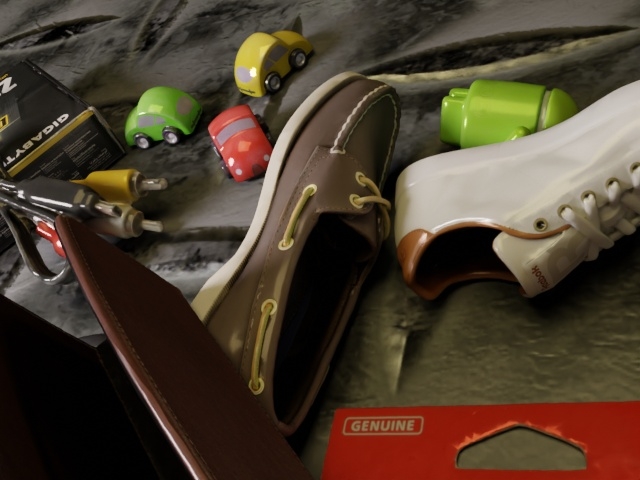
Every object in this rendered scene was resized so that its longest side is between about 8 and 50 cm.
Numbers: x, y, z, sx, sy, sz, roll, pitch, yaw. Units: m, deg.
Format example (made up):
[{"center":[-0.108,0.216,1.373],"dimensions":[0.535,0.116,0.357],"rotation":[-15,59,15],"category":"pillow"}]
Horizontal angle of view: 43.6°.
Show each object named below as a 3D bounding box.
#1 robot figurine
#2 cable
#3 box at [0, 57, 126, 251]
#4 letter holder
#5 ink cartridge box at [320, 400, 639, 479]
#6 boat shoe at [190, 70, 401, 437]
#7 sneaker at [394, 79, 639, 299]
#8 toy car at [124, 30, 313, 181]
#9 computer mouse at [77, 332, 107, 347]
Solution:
[{"center":[0.156,-0.094,0.648],"dimensions":[0.115,0.067,0.101],"rotation":[10,27,18],"category":"robot figurine"},{"center":[-0.298,-0.032,0.824],"dimensions":[0.287,0.072,0.140],"rotation":[14,74,25],"category":"cable"},{"center":[-0.426,-0.073,0.969],"dimensions":[0.322,0.079,0.257],"rotation":[-41,40,-13],"category":"box"},{"center":[-0.134,0.107,0.401],"dimensions":[0.152,0.214,0.302],"rotation":[-46,44,0],"category":"letter holder"},{"center":[0.098,0.178,0.425],"dimensions":[0.275,0.060,0.239],"rotation":[-7,47,24],"category":"ink cartridge box"},{"center":[0.000,0.000,0.620],"dimensions":[0.096,0.117,0.324],"rotation":[8,58,35],"category":"boat shoe"},{"center":[0.187,-0.020,0.549],"dimensions":[0.290,0.106,0.123],"rotation":[-18,45,29],"category":"sneaker"},{"center":[-0.133,-0.152,0.895],"dimensions":[0.224,0.053,0.239],"rotation":[-7,45,24],"category":"toy car"},{"center":[-0.232,0.159,0.623],"dimensions":[0.272,0.072,0.188],"rotation":[-35,40,-6],"category":"computer mouse"}]
